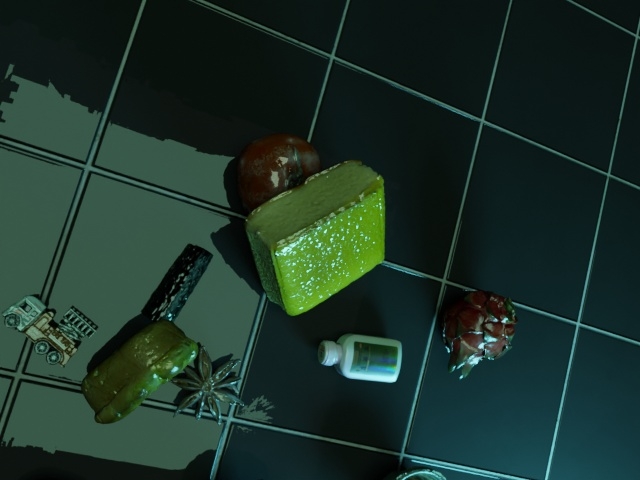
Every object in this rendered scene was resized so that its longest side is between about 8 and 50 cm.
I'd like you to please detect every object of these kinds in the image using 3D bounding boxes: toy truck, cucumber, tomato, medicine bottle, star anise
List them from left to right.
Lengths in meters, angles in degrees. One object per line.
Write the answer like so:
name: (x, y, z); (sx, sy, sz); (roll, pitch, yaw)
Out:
toy truck: (-0.608, 0.190, 1.308); (0.177, 0.080, 0.115); (45, 69, -13)
cucumber: (-0.341, 0.106, 1.414); (0.078, 0.062, 0.211); (34, 77, -14)
star anise: (-0.281, 0.351, 1.425); (0.183, 0.065, 0.195); (-3, 92, -15)
tomato: (-0.104, -0.154, 1.445); (0.232, 0.189, 0.231); (-20, 118, -42)
medicine bottle: (0.104, 0.308, 1.551); (0.219, 0.078, 0.115); (10, 85, -19)

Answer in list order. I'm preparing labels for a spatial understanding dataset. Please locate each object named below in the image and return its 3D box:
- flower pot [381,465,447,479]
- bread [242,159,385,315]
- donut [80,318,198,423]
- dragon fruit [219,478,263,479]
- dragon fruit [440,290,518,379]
flower pot: (0.229, 0.700, 1.543); (0.236, 0.140, 0.235); (1, 87, -21)
bread: (0.000, 0.000, 1.406); (0.324, 0.333, 0.143); (-31, 56, -17)
donut: (-0.402, 0.286, 1.305); (0.261, 0.208, 0.128); (-39, 88, 3)
dragon fruit: (-0.164, 0.706, 1.324); (0.296, 0.296, 0.301); (10, 95, -19)
dragon fruit: (0.427, 0.248, 1.615); (0.193, 0.192, 0.274); (46, 113, 25)
